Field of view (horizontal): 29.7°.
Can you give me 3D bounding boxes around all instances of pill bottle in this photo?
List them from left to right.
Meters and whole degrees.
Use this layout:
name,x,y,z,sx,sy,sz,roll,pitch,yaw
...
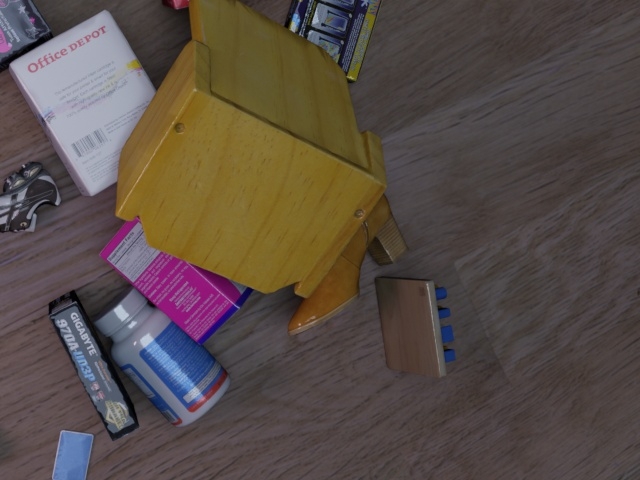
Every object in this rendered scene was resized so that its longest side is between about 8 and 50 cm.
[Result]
name,x,y,z,sx,sy,sz,roll,pitch,yaw
pill bottle,-0.258,0.182,1.937,0.124,0.124,0.221,-41,102,-9

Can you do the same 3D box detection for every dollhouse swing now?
name,x,y,z,sx,sy,sz,roll,pitch,yaw
dollhouse swing,-0.122,-0.155,1.851,0.347,0.305,0.315,24,111,-31

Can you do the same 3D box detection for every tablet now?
name,x,y,z,sx,sy,sz,roll,pitch,yaw
tablet,-0.404,0.353,1.970,0.054,0.006,0.083,11,91,-14

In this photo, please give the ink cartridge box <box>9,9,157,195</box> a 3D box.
name,x,y,z,sx,sy,sz,roll,pitch,yaw
ink cartridge box,-0.350,-0.209,1.870,0.171,0.168,0.233,-31,100,-12

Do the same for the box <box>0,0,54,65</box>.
name,x,y,z,sx,sy,sz,roll,pitch,yaw
box,-0.530,-0.377,1.820,0.142,0.163,0.247,-33,100,-7

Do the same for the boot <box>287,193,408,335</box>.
name,x,y,z,sx,sy,sz,roll,pitch,yaw
boot,0.001,-0.001,1.981,0.295,0.104,0.211,-40,101,-32

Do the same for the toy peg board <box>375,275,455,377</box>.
name,x,y,z,sx,sy,sz,roll,pitch,yaw
toy peg board,0.177,0.137,2.032,0.079,0.160,0.161,-12,96,-29

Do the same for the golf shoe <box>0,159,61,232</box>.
name,x,y,z,sx,sy,sz,roll,pitch,yaw
golf shoe,-0.497,-0.036,1.892,0.198,0.077,0.094,-39,101,-8

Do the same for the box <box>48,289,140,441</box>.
name,x,y,z,sx,sy,sz,roll,pitch,yaw
box,-0.356,0.192,1.887,0.051,0.175,0.220,-27,98,-9

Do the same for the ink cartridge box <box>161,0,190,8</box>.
name,x,y,z,sx,sy,sz,roll,pitch,yaw
ink cartridge box,-0.178,-0.522,1.899,0.197,0.114,0.273,-17,108,-13

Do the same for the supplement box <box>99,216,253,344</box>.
name,x,y,z,sx,sy,sz,roll,pitch,yaw
supplement box,-0.220,0.039,1.912,0.220,0.111,0.114,44,121,-4

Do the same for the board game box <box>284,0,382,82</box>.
name,x,y,z,sx,sy,sz,roll,pitch,yaw
board game box,0.017,-0.365,2.015,0.141,0.048,0.170,18,89,-16
